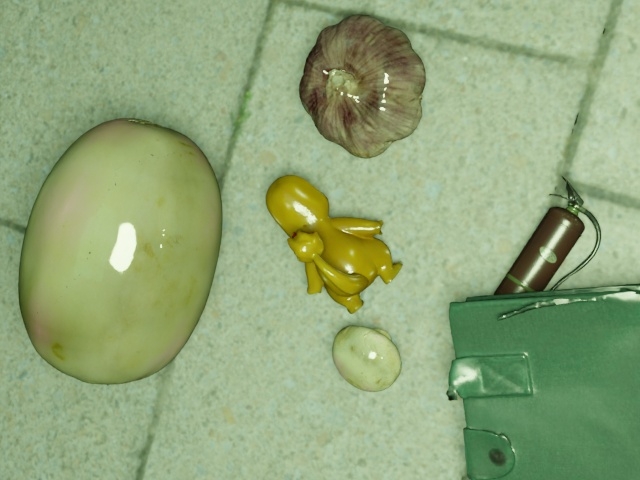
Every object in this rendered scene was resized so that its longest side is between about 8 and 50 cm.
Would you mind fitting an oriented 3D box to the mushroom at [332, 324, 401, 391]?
[{"bbox_3d":[0.053,0.129,1.021,0.084,0.083,0.067,23,57,21],"label":"mushroom"}]

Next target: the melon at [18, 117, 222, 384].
[{"bbox_3d":[-0.232,0.018,1.056,0.223,0.223,0.317,18,99,21],"label":"melon"}]

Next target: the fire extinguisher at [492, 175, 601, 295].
[{"bbox_3d":[0.244,0.017,0.963,0.078,0.045,0.157,29,100,-9],"label":"fire extinguisher"}]

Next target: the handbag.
[{"bbox_3d":[0.259,0.208,0.904,0.238,0.089,0.326,-7,96,26],"label":"handbag"}]

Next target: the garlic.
[{"bbox_3d":[0.045,-0.173,1.013,0.147,0.102,0.159,-12,85,20],"label":"garlic"}]

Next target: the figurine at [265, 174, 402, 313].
[{"bbox_3d":[-0.003,-0.001,1.017,0.121,0.122,0.176,-45,75,18],"label":"figurine"}]
